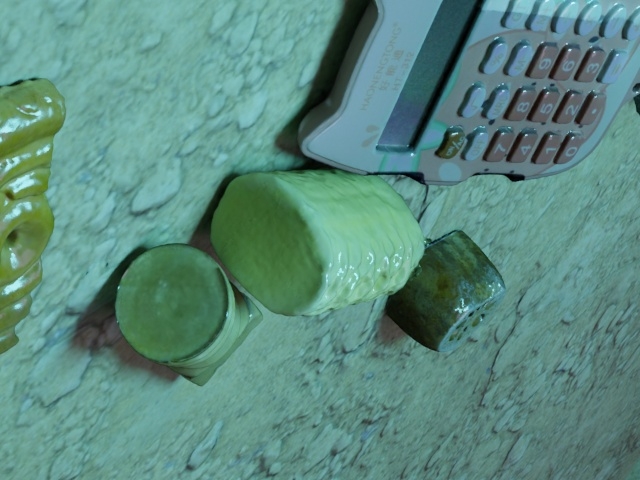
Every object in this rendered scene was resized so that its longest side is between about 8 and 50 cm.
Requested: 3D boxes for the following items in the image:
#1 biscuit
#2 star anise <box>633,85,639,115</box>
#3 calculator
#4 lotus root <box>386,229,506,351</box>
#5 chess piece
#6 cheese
[{"bbox_3d":[-0.224,0.009,0.949,0.144,0.033,0.224,-24,144,-46],"label":"biscuit"},{"bbox_3d":[0.431,-0.264,1.618,0.331,0.117,0.332,-39,161,-16],"label":"star anise"},{"bbox_3d":[0.139,-0.138,1.250,0.329,0.048,0.220,3,125,-34],"label":"calculator"},{"bbox_3d":[0.130,0.059,1.599,0.122,0.081,0.112,-29,155,-41],"label":"lotus root"},{"bbox_3d":[-0.096,0.066,1.215,0.090,0.090,0.200,-49,166,-5],"label":"chess piece"},{"bbox_3d":[0.000,0.000,1.223,0.094,0.123,0.167,-44,163,26],"label":"cheese"}]
